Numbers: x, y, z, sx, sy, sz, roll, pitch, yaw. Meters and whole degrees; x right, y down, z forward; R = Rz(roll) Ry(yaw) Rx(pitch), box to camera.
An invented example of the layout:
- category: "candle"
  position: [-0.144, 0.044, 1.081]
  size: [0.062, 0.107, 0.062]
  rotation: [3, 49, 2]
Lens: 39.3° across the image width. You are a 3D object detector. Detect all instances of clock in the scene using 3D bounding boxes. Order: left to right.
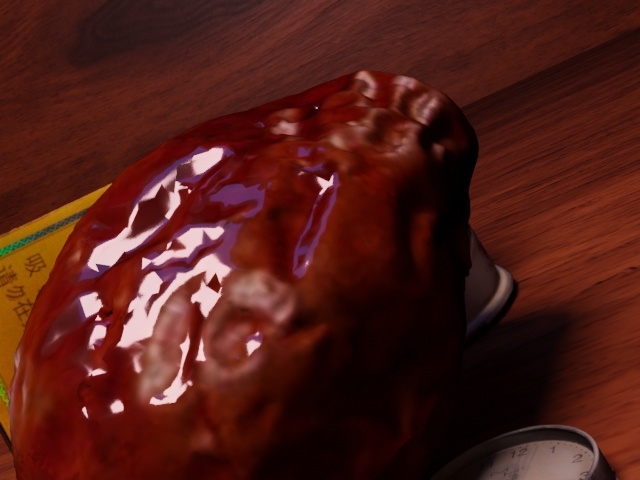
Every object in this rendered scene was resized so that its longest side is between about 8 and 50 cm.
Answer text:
- category: "clock"
  position: [0.076, 0.103, 0.361]
  size: [0.085, 0.017, 0.085]
  rotation: [-25, 8, 4]

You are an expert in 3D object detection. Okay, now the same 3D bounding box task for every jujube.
- category: "jujube"
  position: [-0.017, 0.035, 0.432]
  size: [0.197, 0.197, 0.290]
  rotation: [-17, 29, 43]

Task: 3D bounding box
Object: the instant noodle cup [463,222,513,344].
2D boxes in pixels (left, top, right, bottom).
- category: "instant noodle cup"
  position: [0.000, 0.000, 0.656]
  size: [0.235, 0.178, 0.235]
  rotation: [-24, 11, 5]

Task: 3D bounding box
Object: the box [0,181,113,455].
- category: "box"
  position: [-0.160, 0.045, 0.780]
  size: [0.301, 0.193, 0.084]
  rotation: [-29, 10, -26]
